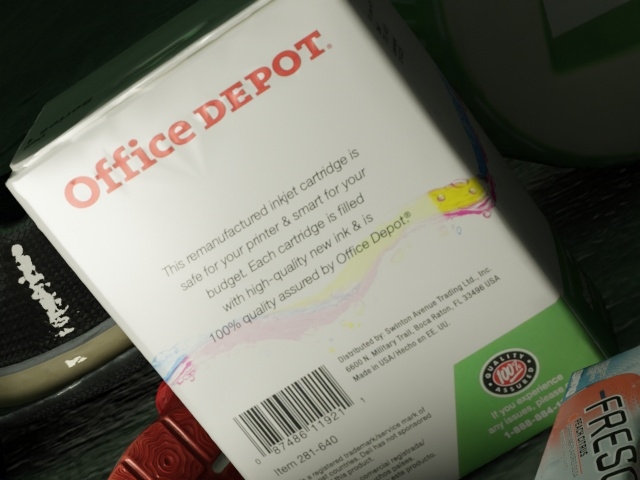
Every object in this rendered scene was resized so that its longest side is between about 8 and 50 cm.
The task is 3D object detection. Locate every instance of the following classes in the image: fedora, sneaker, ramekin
[{"bbox_3d":[-0.217,0.014,1.579,0.334,0.152,0.334,-27,16,9],"label":"fedora"},{"bbox_3d":[-0.079,0.134,1.243,0.221,0.087,0.128,-46,5,-32],"label":"sneaker"},{"bbox_3d":[0.147,-0.187,1.229,0.303,0.303,0.148,-41,26,-12],"label":"ramekin"}]

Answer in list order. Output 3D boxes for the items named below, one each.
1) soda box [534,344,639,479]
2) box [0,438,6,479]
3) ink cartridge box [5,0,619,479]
[{"bbox_3d":[0.129,0.123,0.865,0.058,0.063,0.183,-26,21,33],"label":"soda box"},{"bbox_3d":[-0.293,0.215,1.470,0.136,0.036,0.225,-38,16,-1],"label":"box"},{"bbox_3d":[0.000,0.000,1.059,0.201,0.278,0.117,-32,19,15],"label":"ink cartridge box"}]
